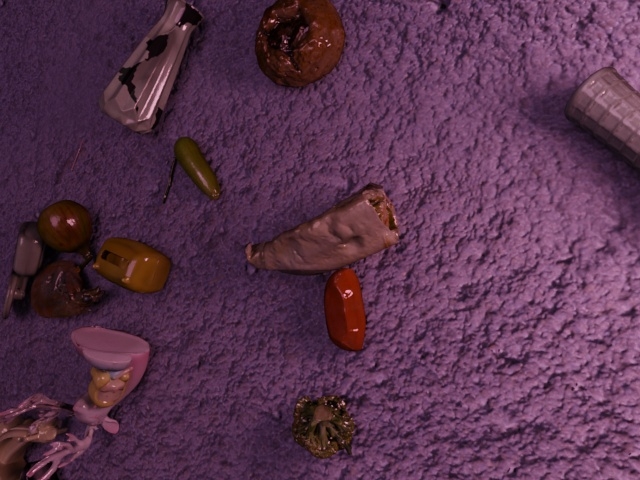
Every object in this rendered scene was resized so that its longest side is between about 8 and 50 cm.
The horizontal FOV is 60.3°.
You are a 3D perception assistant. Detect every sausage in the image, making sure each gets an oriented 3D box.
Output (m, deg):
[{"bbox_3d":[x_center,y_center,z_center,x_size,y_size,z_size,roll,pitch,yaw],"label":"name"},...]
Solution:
[{"bbox_3d":[0.051,0.148,1.158,0.089,0.089,0.179,-8,87,25],"label":"sausage"}]

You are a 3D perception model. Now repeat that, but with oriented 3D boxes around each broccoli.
[{"bbox_3d":[0.005,0.374,1.122,0.130,0.120,0.131,3,48,7],"label":"broccoli"}]

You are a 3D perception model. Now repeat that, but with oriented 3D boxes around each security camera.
[{"bbox_3d":[-0.865,0.092,1.610,0.157,0.080,0.302,45,116,58],"label":"security camera"}]

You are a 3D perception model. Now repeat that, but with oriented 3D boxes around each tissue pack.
[{"bbox_3d":[-0.487,0.062,1.413,0.178,0.127,0.123,19,88,27],"label":"tissue pack"}]

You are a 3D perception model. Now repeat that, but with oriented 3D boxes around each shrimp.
[{"bbox_3d":[-0.705,0.131,1.539,0.317,0.077,0.168,-7,76,28],"label":"shrimp"}]

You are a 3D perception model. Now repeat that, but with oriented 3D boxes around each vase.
[{"bbox_3d":[-0.445,-0.468,1.478,0.165,0.165,0.360,30,90,27],"label":"vase"},{"bbox_3d":[0.564,-0.166,0.934,0.143,0.143,0.299,-44,64,13],"label":"vase"}]

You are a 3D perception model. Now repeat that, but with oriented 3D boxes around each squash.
[{"bbox_3d":[-0.313,-0.184,1.407,0.066,0.066,0.201,-39,72,15],"label":"squash"}]

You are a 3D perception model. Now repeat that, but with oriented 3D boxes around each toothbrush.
[{"bbox_3d":[-0.732,-0.255,1.654,0.006,0.008,0.097,21,92,41],"label":"toothbrush"}]

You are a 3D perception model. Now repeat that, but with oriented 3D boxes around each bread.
[{"bbox_3d":[-0.054,-0.477,1.297,0.230,0.123,0.230,-5,78,23],"label":"bread"}]

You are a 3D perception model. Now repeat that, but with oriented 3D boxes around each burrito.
[{"bbox_3d":[0.002,0.001,1.162,0.331,0.190,0.135,-23,96,25],"label":"burrito"}]

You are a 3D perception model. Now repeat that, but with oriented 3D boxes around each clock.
[{"bbox_3d":[-0.772,0.615,1.471,0.276,0.120,0.379,-32,74,22],"label":"clock"}]

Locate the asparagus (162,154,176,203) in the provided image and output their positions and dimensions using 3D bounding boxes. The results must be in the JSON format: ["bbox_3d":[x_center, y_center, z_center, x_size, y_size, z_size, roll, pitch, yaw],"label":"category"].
[{"bbox_3d":[-0.400,-0.179,1.475,0.016,0.013,0.166,14,88,17],"label":"asparagus"}]

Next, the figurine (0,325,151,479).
[{"bbox_3d":[-0.597,0.380,1.343,0.206,0.284,0.316,28,105,29],"label":"figurine"}]

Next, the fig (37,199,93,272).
[{"bbox_3d":[-0.690,-0.025,1.534,0.186,0.148,0.142,41,85,-12],"label":"fig"}]
